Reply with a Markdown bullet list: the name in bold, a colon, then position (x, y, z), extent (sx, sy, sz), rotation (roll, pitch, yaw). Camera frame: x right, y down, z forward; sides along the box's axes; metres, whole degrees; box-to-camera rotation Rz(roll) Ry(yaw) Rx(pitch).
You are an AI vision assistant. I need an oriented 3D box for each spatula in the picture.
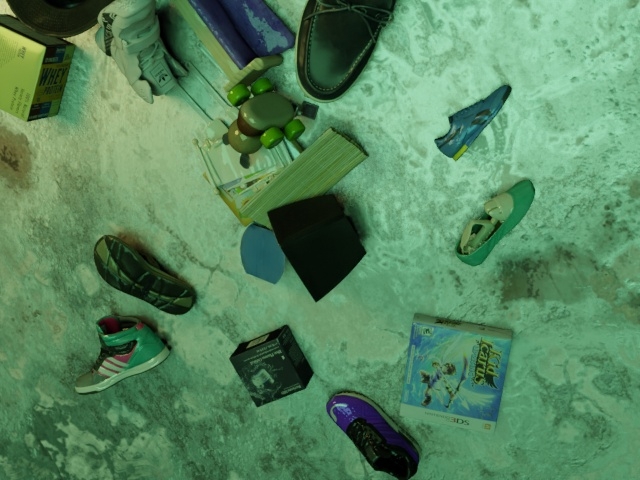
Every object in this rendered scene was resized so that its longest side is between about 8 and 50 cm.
- **spatula**: position (-0.260, -0.353, 1.888), extent (0.242, 0.019, 0.168), rotation (47, 112, -3)

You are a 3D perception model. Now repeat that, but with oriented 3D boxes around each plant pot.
- **plant pot**: position (0.000, 0.000, 1.833), extent (0.167, 0.187, 0.188), rotation (-29, 119, 2)

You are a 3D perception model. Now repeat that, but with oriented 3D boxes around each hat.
- **hat**: position (-0.578, -0.626, 1.817), extent (0.332, 0.134, 0.331), rotation (0, 88, 5)

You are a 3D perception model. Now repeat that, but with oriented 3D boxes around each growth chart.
- **growth chart**: position (-0.183, -0.193, 1.865), extent (0.237, 0.021, 0.171), rotation (-14, 101, 17)

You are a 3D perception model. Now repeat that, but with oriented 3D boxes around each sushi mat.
- **sushi mat**: position (-0.039, -0.139, 1.848), extent (0.316, 0.019, 0.151), rotation (-40, 136, 22)

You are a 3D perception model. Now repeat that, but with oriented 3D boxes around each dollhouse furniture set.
- **dollhouse furniture set**: position (-0.048, -0.345, 1.802), extent (0.091, 0.081, 0.114), rotation (22, 111, 7)

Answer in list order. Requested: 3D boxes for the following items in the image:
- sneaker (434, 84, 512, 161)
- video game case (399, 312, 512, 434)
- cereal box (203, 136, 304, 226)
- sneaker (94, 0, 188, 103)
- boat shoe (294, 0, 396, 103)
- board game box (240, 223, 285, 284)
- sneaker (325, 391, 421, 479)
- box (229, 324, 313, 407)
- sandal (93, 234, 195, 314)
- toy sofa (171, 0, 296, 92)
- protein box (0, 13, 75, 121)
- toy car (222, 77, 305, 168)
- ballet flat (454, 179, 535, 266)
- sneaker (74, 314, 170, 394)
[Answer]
- **sneaker**: position (0.340, -0.277, 1.733), extent (0.082, 0.069, 0.209), rotation (41, 112, 3)
- **video game case**: position (0.336, 0.335, 1.928), extent (0.244, 0.061, 0.269), rotation (9, 108, 10)
- **cereal box**: position (-0.148, -0.170, 1.900), extent (0.240, 0.047, 0.173), rotation (-36, 95, 20)
- **sneaker**: position (-0.394, -0.442, 1.751), extent (0.137, 0.366, 0.210), rotation (-43, 104, -17)
- **boat shoe**: position (0.077, -0.529, 1.664), extent (0.187, 0.156, 0.500), rotation (24, 111, -7)
- **board game box**: position (-0.136, 0.032, 1.947), extent (0.169, 0.033, 0.133), rotation (17, 109, 41)
- **sneaker**: position (0.135, 0.513, 1.987), extent (0.293, 0.146, 0.102), rotation (36, 112, 1)
- **box**: position (-0.128, 0.331, 2.027), extent (0.156, 0.093, 0.158), rotation (-25, 100, 20)
- **sandal**: position (-0.471, 0.095, 2.051), extent (0.303, 0.086, 0.120), rotation (37, 107, -15)
- **toy sofa**: position (-0.232, -0.532, 1.751), extent (0.177, 0.150, 0.362), rotation (-35, 94, 22)
- **protein box**: position (-0.758, -0.434, 1.925), extent (0.201, 0.136, 0.199), rotation (25, 110, 6)
- **toy car**: position (-0.157, -0.253, 1.787), extent (0.155, 0.149, 0.188), rotation (53, 134, 9)
- **ballet flat**: position (0.395, -0.042, 1.774), extent (0.087, 0.083, 0.247), rotation (16, 120, -35)
- **sneaker**: position (-0.581, 0.301, 2.112), extent (0.296, 0.124, 0.178), rotation (-25, 104, 12)
